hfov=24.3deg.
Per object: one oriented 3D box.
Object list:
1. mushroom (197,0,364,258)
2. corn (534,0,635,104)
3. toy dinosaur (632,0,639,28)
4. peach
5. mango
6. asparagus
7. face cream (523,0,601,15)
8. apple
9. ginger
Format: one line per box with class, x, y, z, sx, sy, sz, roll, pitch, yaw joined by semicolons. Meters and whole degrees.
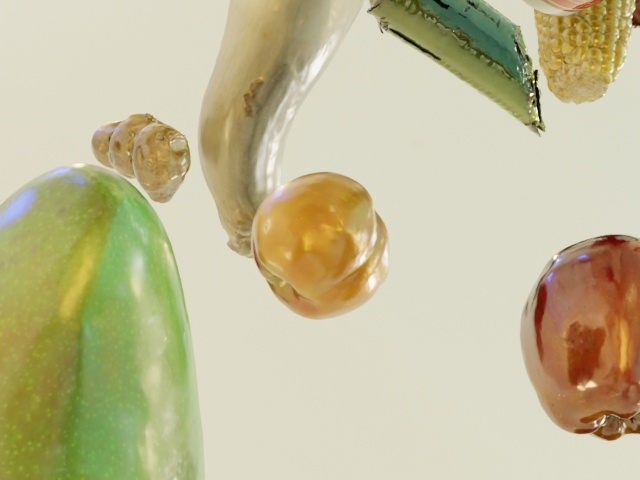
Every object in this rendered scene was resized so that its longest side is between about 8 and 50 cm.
mushroom;-0.071;-0.168;1.924;0.177;0.397;0.126;12;-162;-27
corn;0.310;-0.314;1.748;0.130;0.130;0.347;23;-123;-26
toy dinosaur;0.477;-0.386;1.878;0.113;0.327;0.206;29;-136;-86
peach;0.000;0.000;1.400;0.138;0.138;0.138;29;-151;-18
mango;-0.167;0.128;0.931;0.201;0.382;0.225;12;-152;-3
asparagus;0.220;-0.290;2.155;0.382;0.128;0.108;31;176;-28
face cream;0.276;-0.348;1.491;0.201;0.187;0.201;19;-118;-39
apple;0.243;0.085;1.262;0.147;0.156;0.158;33;-134;-31
ginger;-0.235;-0.115;1.917;0.080;0.104;0.204;-6;-161;-31
